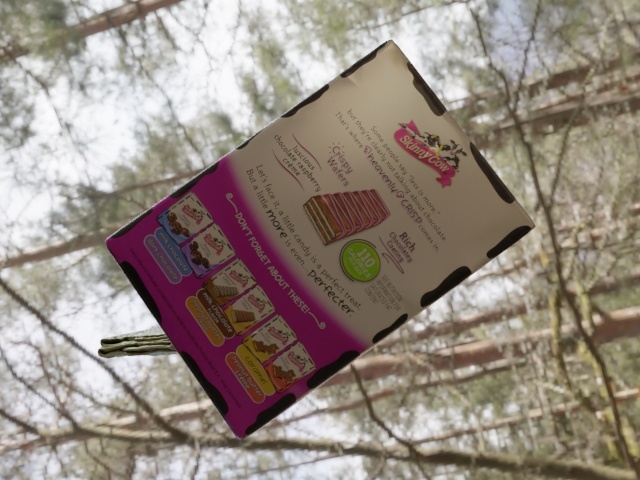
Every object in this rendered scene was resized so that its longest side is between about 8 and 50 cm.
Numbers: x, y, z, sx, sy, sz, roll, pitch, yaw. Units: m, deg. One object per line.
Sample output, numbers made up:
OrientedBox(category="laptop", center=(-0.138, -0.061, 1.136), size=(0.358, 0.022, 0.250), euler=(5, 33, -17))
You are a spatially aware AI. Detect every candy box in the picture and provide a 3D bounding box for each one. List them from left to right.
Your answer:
OrientedBox(category="candy box", center=(0.000, 0.000, 0.603), size=(0.159, 0.233, 0.071), euler=(55, 178, 7))

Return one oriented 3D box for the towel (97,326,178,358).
OrientedBox(category="towel", center=(-0.155, 0.106, 0.962), size=(0.148, 0.110, 0.027), euler=(-6, -90, -61))
